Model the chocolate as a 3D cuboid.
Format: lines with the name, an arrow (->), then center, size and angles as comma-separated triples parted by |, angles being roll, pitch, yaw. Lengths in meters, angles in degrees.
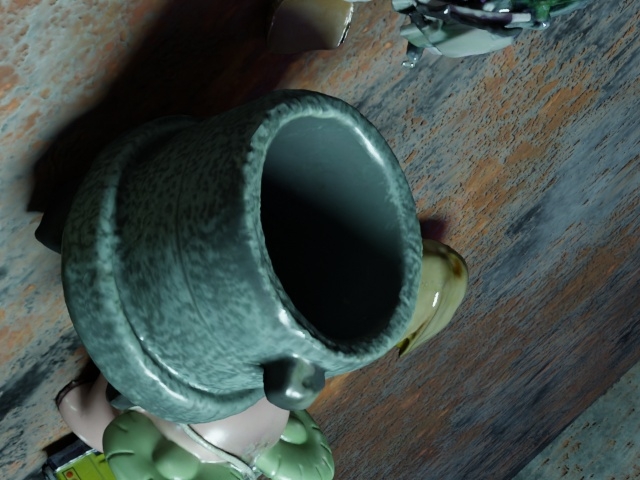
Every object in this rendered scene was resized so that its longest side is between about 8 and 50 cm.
chocolate -> -0.016, -0.205, 1.110 | 0.100, 0.031, 0.064 | -17, 134, -39

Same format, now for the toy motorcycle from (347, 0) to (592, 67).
toy motorcycle -> 0.083, -0.234, 1.067 | 0.327, 0.143, 0.188 | 4, 175, -34

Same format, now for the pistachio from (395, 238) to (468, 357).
pistachio -> 0.123, 0.082, 1.621 | 0.129, 0.131, 0.206 | 17, 132, -9

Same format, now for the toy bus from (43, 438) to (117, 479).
toy bus -> -0.240, 0.359, 1.511 | 0.138, 0.175, 0.288 | -29, 151, -24

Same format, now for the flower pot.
flower pot -> -0.078, 0.030, 1.075 | 0.282, 0.299, 0.299 | -14, 171, 36

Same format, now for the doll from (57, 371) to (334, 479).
doll -> -0.138, 0.202, 1.305 | 0.284, 0.268, 0.216 | -7, 136, -47

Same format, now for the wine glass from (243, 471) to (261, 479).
wine glass -> -0.137, 0.292, 1.653 | 0.079, 0.079, 0.195 | -42, 152, 3
